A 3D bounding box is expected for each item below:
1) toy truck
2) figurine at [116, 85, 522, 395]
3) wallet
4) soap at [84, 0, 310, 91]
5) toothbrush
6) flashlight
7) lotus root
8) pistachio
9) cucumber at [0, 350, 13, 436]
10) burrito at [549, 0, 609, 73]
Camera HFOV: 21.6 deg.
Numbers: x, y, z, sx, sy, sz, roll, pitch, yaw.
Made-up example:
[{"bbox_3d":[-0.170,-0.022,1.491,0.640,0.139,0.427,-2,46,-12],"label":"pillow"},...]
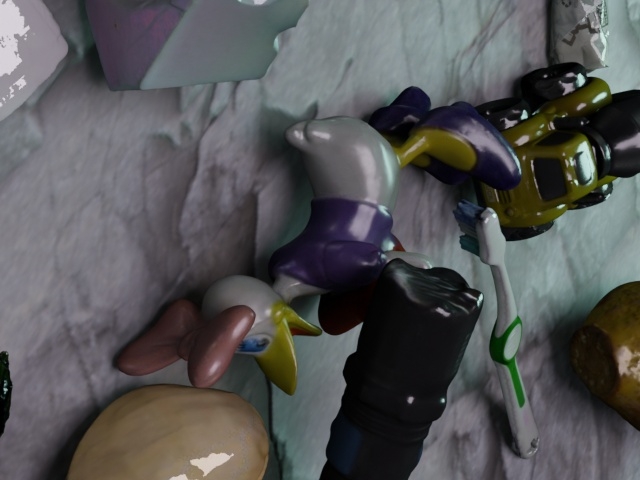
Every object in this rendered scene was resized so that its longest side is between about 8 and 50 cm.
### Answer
[{"bbox_3d":[0.261,-0.093,1.713,0.224,0.165,0.147,-28,110,-43],"label":"toy truck"},{"bbox_3d":[0.005,0.000,1.538,0.193,0.154,0.421,50,62,-26],"label":"figurine"},{"bbox_3d":[-0.293,-0.190,1.371,0.124,0.032,0.183,-51,122,-25],"label":"wallet"},{"bbox_3d":[-0.116,-0.301,1.392,0.115,0.208,0.347,-10,100,-35],"label":"soap"},{"bbox_3d":[0.185,0.102,1.651,0.042,0.040,0.418,-50,144,-23],"label":"toothbrush"},{"bbox_3d":[0.040,0.217,1.514,0.103,0.103,0.424,0,118,-38],"label":"flashlight"},{"bbox_3d":[0.400,0.135,1.838,0.291,0.193,0.193,7,88,-38],"label":"lotus root"},{"bbox_3d":[-0.138,0.201,1.467,0.200,0.117,0.145,-23,69,-25],"label":"pistachio"},{"bbox_3d":[-0.323,0.219,1.347,0.072,0.072,0.300,36,70,-34],"label":"cucumber"},{"bbox_3d":[0.279,-0.274,1.796,0.064,0.064,0.203,-3,95,-38],"label":"burrito"}]
